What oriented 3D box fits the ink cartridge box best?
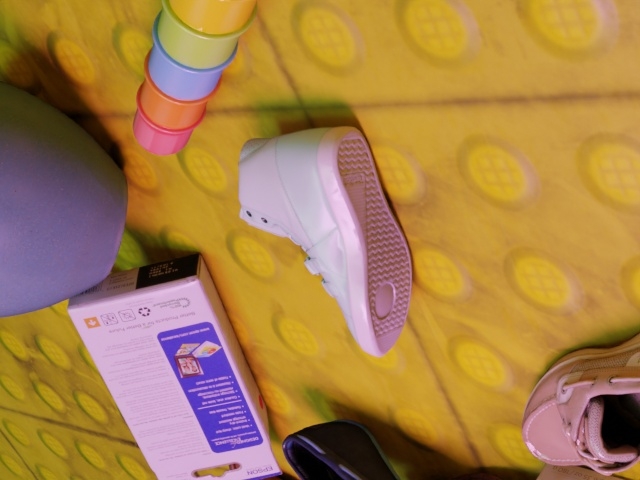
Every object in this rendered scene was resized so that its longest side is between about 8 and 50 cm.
[{"bbox_3d":[-0.184,0.190,1.602,0.175,0.069,0.371,-13,124,8],"label":"ink cartridge box"}]

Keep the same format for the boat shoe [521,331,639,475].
[{"bbox_3d":[0.272,0.165,1.137,0.109,0.098,0.302,44,147,-2],"label":"boat shoe"}]

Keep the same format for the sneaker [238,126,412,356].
[{"bbox_3d":[0.000,-0.001,1.238,0.151,0.094,0.256,4,121,37],"label":"sneaker"}]

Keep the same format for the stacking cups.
[{"bbox_3d":[-0.123,-0.178,1.176,0.096,0.096,0.316,39,149,6],"label":"stacking cups"}]

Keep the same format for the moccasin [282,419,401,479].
[{"bbox_3d":[0.054,0.352,1.431,0.342,0.117,0.138,45,125,49],"label":"moccasin"}]

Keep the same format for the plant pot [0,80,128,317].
[{"bbox_3d":[-0.344,-0.034,1.446,0.195,0.290,0.290,12,155,-22],"label":"plant pot"}]

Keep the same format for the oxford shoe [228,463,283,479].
[{"bbox_3d":[-0.045,0.378,1.767,0.212,0.076,0.076,43,117,4],"label":"oxford shoe"}]

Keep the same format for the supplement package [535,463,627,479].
[{"bbox_3d":[0.263,0.406,1.244,0.177,0.293,0.175,10,135,39],"label":"supplement package"}]

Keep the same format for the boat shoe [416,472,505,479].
[{"bbox_3d":[0.183,0.340,1.456,0.095,0.095,0.257,42,157,-19],"label":"boat shoe"}]
